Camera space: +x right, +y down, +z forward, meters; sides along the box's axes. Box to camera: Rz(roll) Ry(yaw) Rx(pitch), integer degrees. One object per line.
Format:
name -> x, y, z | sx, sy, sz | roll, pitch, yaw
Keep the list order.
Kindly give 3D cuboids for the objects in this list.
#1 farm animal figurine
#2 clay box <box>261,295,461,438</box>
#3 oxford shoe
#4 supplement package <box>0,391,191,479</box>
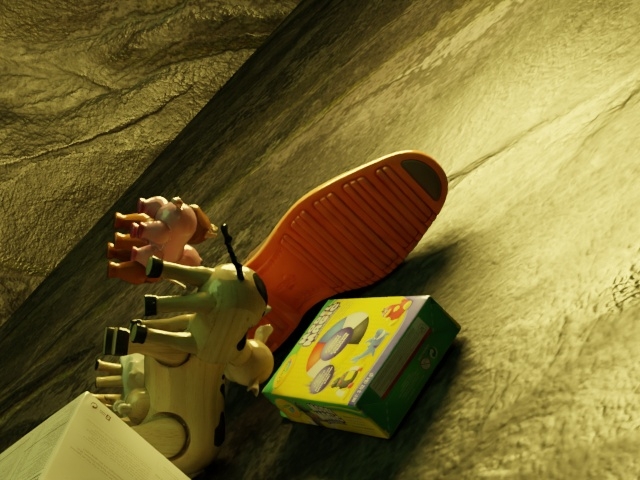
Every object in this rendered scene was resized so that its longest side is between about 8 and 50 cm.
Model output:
farm animal figurine -> -0.133, 0.108, 1.052 | 0.330, 0.172, 0.327 | -140, 59, -68
clay box -> 0.027, 0.118, 0.971 | 0.127, 0.053, 0.222 | -53, 20, -22
oxford shoe -> 0.000, 0.000, 1.178 | 0.364, 0.130, 0.133 | -36, 14, 25
supplement package -> -0.216, 0.290, 0.891 | 0.149, 0.194, 0.203 | -37, 19, 25
